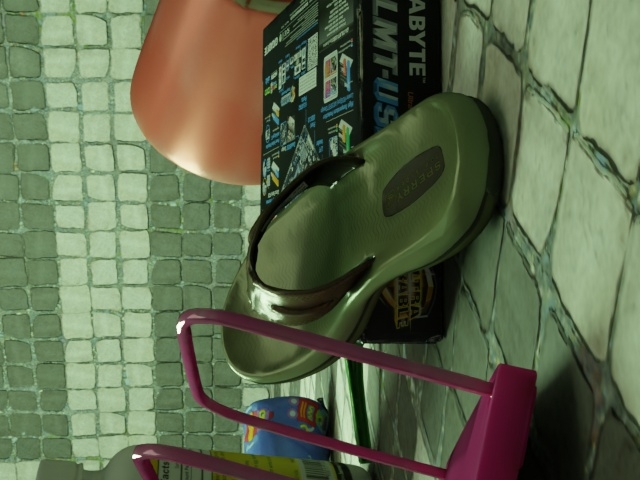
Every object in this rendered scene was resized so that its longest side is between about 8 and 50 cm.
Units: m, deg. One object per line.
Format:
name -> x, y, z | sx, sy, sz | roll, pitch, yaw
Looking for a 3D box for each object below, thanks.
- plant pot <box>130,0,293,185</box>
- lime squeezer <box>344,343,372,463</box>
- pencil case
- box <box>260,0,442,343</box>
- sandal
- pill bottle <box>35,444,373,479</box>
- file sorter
plant pot -> -0.081, -0.245, 1.266 | 0.243, 0.275, 0.275 | 111, 160, -51
lime squeezer -> 0.043, 0.063, 1.034 | 0.110, 0.059, 0.310 | 37, 132, 44
pencil case -> -0.038, 0.354, 1.428 | 0.133, 0.119, 0.306 | 38, -147, -38
box -> 0.014, -0.065, 0.891 | 0.295, 0.073, 0.293 | 169, 100, -73
sandal -> 0.000, -0.002, 0.703 | 0.303, 0.086, 0.120 | -46, 52, 47
pill bottle -> -0.120, 0.304, 1.064 | 0.188, 0.334, 0.188 | -173, 90, -80
file sorter -> -0.024, 0.207, 0.528 | 0.202, 0.182, 0.291 | 93, -168, -65
